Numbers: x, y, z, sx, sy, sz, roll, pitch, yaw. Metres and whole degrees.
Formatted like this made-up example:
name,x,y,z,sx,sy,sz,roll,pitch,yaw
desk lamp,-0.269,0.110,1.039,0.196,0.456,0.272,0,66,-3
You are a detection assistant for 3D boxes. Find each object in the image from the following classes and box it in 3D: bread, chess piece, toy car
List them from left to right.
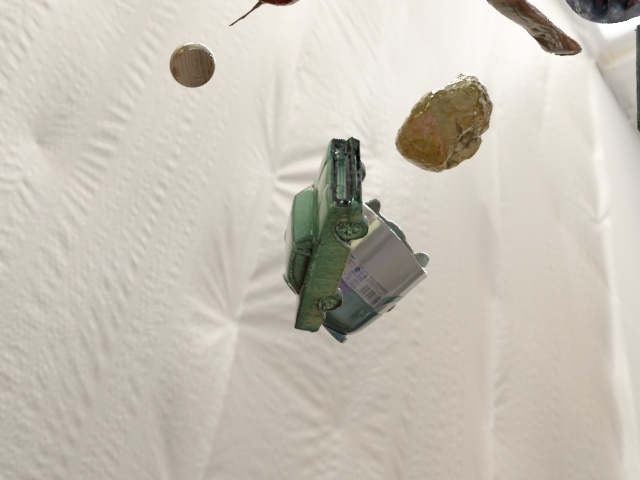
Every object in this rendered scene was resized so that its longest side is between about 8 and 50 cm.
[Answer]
name,x,y,z,sx,sy,sz,roll,pitch,yaw
chess piece,-0.229,-0.314,1.810,0.083,0.083,0.038,42,-167,-34
toy car,0.000,0.000,1.455,0.097,0.321,0.141,6,-126,-8
bread,0.278,-0.246,2.176,0.134,0.244,0.244,46,-155,18

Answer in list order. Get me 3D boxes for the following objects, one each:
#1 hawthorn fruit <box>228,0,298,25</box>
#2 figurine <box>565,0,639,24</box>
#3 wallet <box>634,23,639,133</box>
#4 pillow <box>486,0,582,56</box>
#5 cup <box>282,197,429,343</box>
name,x,y,z,sx,sy,sz,roll,pitch,yaw
hawthorn fruit,-0.080,-0.453,1.698,0.162,0.162,0.204,-10,-68,-59
figurine,0.449,-0.501,1.540,0.277,0.248,0.388,49,-168,26
wallet,0.708,-0.287,2.160,0.290,0.054,0.251,41,-132,-60
pillow,0.449,-0.451,2.115,0.211,0.135,0.034,33,-97,-22
cup,0.057,0.036,2.133,0.290,0.257,0.219,48,-174,0
